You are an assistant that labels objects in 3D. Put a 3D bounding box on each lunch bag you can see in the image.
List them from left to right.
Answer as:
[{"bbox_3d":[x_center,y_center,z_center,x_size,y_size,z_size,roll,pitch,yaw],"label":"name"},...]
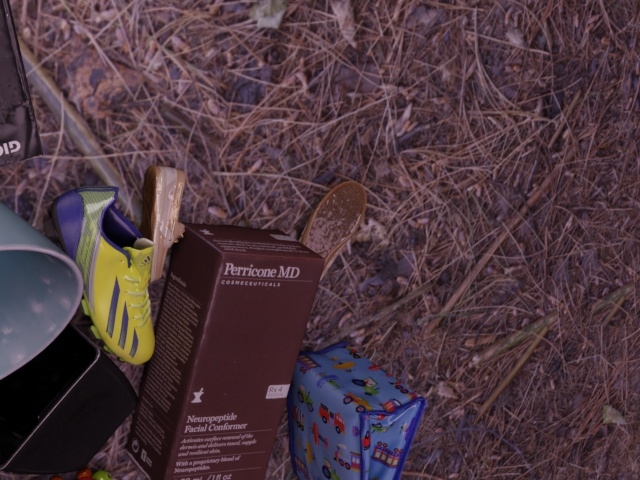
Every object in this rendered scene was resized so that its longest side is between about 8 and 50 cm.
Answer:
[{"bbox_3d":[0.036,0.355,1.613,0.138,0.221,0.293,-6,114,-36],"label":"lunch bag"}]

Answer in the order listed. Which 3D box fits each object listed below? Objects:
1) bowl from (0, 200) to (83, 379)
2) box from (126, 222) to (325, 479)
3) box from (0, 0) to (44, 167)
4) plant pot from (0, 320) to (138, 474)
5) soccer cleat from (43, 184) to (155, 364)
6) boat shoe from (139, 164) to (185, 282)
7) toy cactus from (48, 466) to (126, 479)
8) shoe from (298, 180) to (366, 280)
[{"bbox_3d":[-0.449,0.048,1.099,0.311,0.163,0.311,-28,155,-14],"label":"bowl"},{"bbox_3d":[-0.145,0.176,1.451,0.191,0.143,0.382,4,106,-38],"label":"box"},{"bbox_3d":[-0.494,-0.175,1.062,0.322,0.079,0.257,-21,120,-29],"label":"box"},{"bbox_3d":[-0.359,0.202,1.281,0.187,0.188,0.167,-50,145,-8],"label":"plant pot"},{"bbox_3d":[-0.271,0.054,1.308,0.121,0.093,0.289,-16,122,3],"label":"soccer cleat"},{"bbox_3d":[-0.218,-0.021,1.351,0.059,0.063,0.170,-1,110,-31],"label":"boat shoe"},{"bbox_3d":[-0.333,0.389,1.369,0.180,0.112,0.219,-13,139,-59],"label":"toy cactus"},{"bbox_3d":[0.000,0.000,1.540,0.076,0.058,0.219,32,85,-11],"label":"shoe"}]
